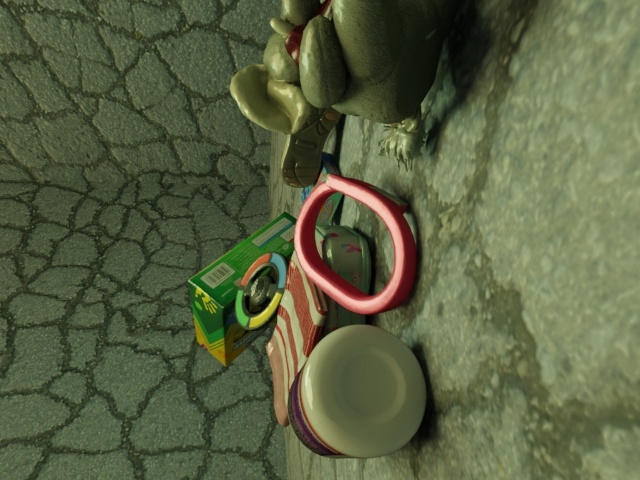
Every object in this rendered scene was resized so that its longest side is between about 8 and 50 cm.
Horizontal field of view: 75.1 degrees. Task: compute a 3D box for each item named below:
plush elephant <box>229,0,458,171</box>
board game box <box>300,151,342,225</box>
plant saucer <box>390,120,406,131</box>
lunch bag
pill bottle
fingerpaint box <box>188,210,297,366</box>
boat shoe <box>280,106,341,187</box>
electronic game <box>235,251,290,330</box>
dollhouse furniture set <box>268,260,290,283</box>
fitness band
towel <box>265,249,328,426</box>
[{"bbox_3d":[0.021,-0.263,0.536,0.255,0.272,0.330,27,148,28],"label":"plush elephant"},{"bbox_3d":[0.002,-0.136,1.166,0.210,0.047,0.160,-107,34,-54],"label":"board game box"},{"bbox_3d":[0.130,-0.203,0.674,0.083,0.015,0.083,179,90,-79],"label":"plant saucer"},{"bbox_3d":[0.037,0.113,0.921,0.224,0.108,0.279,-140,50,-71],"label":"lunch bag"},{"bbox_3d":[0.040,0.269,0.709,0.323,0.182,0.181,111,156,-61],"label":"pill bottle"},{"bbox_3d":[-0.226,0.170,1.479,0.163,0.445,0.371,34,139,20],"label":"fingerpaint box"},{"bbox_3d":[-0.031,-0.317,1.105,0.130,0.132,0.355,-102,31,-57],"label":"boat shoe"},{"bbox_3d":[-0.162,0.137,1.150,0.229,0.048,0.229,-29,47,36],"label":"electronic game"},{"bbox_3d":[-0.104,0.242,1.179,0.303,0.174,0.355,112,174,-47],"label":"dollhouse furniture set"},{"bbox_3d":[0.050,0.003,0.728,0.291,0.054,0.209,34,115,45],"label":"fitness band"},{"bbox_3d":[-0.063,0.209,0.929,0.237,0.037,0.329,-113,35,-56],"label":"towel"}]
